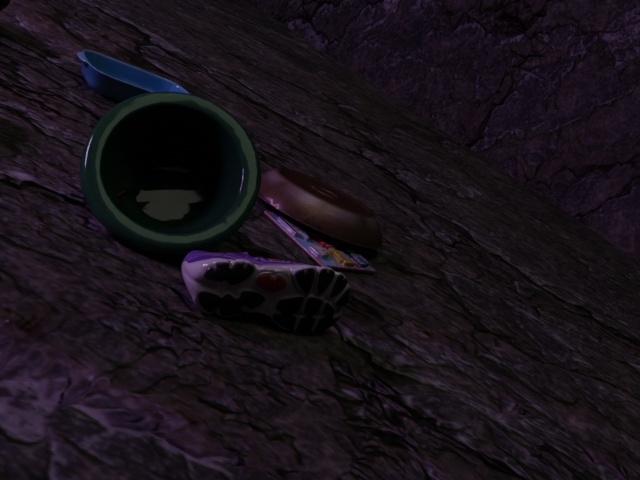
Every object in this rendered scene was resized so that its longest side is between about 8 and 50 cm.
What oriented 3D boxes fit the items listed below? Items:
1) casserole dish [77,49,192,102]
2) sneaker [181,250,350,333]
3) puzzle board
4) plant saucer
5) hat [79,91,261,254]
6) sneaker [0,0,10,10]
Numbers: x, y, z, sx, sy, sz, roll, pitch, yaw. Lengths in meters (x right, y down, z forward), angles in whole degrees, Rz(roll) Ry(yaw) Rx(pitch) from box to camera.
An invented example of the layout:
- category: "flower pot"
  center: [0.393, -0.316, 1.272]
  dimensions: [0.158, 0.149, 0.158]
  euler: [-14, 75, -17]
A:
- category: "casserole dish"
  center: [-0.273, -0.226, 1.193]
  dimensions: [0.188, 0.037, 0.114]
  euler: [17, 20, -34]
- category: "sneaker"
  center: [-0.047, 0.036, 0.743]
  dimensions: [0.169, 0.068, 0.071]
  euler: [16, 15, -31]
- category: "puzzle board"
  center: [0.000, 0.000, 1.003]
  dimensions: [0.096, 0.011, 0.128]
  euler: [9, 25, -47]
- category: "plant saucer"
  center: [0.000, -0.050, 1.075]
  dimensions: [0.198, 0.036, 0.198]
  euler: [24, 12, -5]
- category: "hat"
  center: [-0.163, -0.043, 0.861]
  dimensions: [0.172, 0.183, 0.209]
  euler: [18, 60, -8]
- category: "sneaker"
  center: [-0.556, -0.375, 1.143]
  dimensions: [0.225, 0.088, 0.092]
  euler: [20, -2, -24]
